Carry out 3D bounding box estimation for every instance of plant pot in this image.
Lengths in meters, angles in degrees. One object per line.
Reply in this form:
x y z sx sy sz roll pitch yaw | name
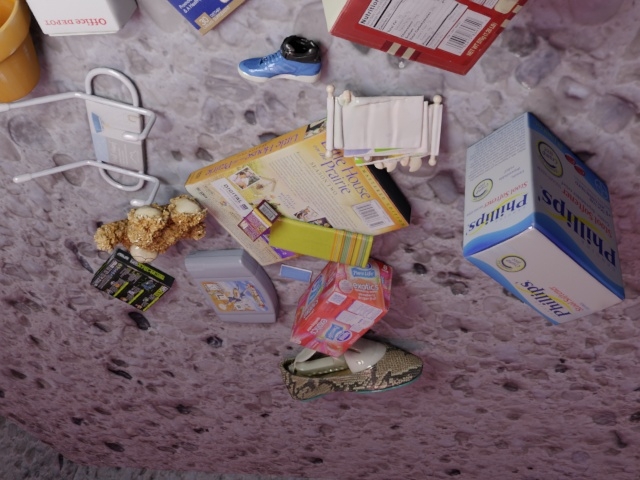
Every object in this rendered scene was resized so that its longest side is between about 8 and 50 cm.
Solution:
-0.612 -0.357 1.100 0.205 0.205 0.188 10 156 3 | plant pot

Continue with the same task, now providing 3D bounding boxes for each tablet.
-0.066 0.088 1.619 0.083 0.006 0.054 14 141 0 | tablet

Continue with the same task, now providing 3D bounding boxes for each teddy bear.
-0.387 -0.018 1.411 0.338 0.245 0.113 -19 88 41 | teddy bear

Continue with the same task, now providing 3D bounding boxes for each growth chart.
0.120 -0.206 1.145 0.237 0.021 0.172 1 128 -8 | growth chart

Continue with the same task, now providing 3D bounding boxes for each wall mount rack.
-0.502 -0.203 1.289 0.304 0.130 0.350 13 140 -1 | wall mount rack

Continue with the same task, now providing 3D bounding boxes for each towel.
0.000 0.000 1.390 0.237 0.021 0.102 13 136 1 | towel

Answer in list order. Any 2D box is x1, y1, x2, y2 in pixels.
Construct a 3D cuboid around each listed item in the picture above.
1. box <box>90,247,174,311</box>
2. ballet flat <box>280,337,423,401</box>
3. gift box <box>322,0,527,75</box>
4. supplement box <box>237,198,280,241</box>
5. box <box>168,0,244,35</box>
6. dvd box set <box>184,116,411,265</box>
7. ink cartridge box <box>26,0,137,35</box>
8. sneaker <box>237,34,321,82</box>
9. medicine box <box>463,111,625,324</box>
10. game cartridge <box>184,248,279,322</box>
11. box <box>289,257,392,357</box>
-0.547 0.119 1.755 0.184 0.045 0.190 30 137 -23 | box
0.064 0.377 1.833 0.482 0.164 0.182 -18 112 34 | ballet flat
0.146 -0.395 0.799 0.276 0.258 0.255 11 143 -30 | gift box
-0.137 -0.044 1.344 0.055 0.043 0.083 45 134 -8 | supplement box
-0.229 -0.458 0.987 0.136 0.037 0.225 -24 127 36 | box
-0.051 -0.095 1.352 0.420 0.062 0.307 -17 132 31 | dvd box set
-0.420 -0.455 0.995 0.154 0.093 0.212 3 138 13 | ink cartridge box
-0.074 -0.328 1.078 0.152 0.058 0.085 5 146 2 | sneaker
0.407 -0.039 1.116 0.263 0.289 0.149 33 137 -24 | medicine box
-0.230 0.137 1.686 0.198 0.062 0.297 0 139 21 | game cartridge
0.050 0.169 1.576 0.154 0.142 0.300 22 140 -11 | box
